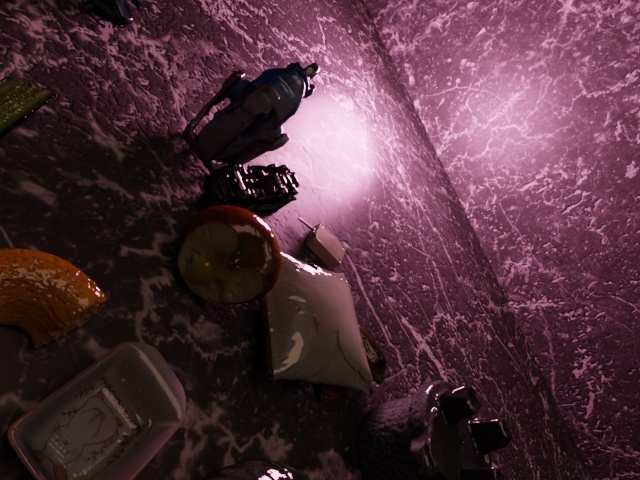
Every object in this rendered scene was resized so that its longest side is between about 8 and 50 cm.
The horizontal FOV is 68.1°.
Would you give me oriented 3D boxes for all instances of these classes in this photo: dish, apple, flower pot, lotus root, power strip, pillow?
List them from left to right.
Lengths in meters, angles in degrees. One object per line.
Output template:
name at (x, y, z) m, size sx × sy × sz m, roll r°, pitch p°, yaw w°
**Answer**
dish at (-0.291, 0.246, 0.650) m, size 0.154 × 0.064 × 0.234 m, roll 57°, pitch 33°, yaw -6°
apple at (-0.167, 0.023, 0.896) m, size 0.195 × 0.173 × 0.160 m, roll 57°, pitch 34°, yaw -15°
pillow at (-0.015, 0.174, 1.039) m, size 0.312 × 0.119 × 0.310 m, roll 21°, pitch 43°, yaw -42°
power strip at (0.000, 0.000, 1.272) m, size 0.175 × 0.042 × 0.075 m, roll 47°, pitch 35°, yaw -20°
lotus root at (0.105, 0.275, 1.171) m, size 0.179 × 0.080 × 0.089 m, roll 58°, pitch 32°, yaw -2°
flower pot at (0.250, 0.465, 1.041) m, size 0.299 × 0.282 × 0.299 m, roll 35°, pitch 41°, yaw -37°

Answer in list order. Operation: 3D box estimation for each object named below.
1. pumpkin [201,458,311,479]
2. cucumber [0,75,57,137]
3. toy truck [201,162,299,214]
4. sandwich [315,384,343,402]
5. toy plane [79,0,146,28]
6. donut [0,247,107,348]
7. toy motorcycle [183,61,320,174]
pumpkin at (-0.082, 0.461, 0.644) m, size 0.300 × 0.207 × 0.300 m, roll 43°, pitch 34°, yaw -40°
cucumber at (-0.497, -0.188, 0.718) m, size 0.070 × 0.046 × 0.220 m, roll 42°, pitch 35°, yaw -24°
toy truck at (-0.153, -0.115, 1.071) m, size 0.259 × 0.121 × 0.088 m, roll -12°, pitch 77°, yaw -57°
sandwich at (0.024, 0.325, 1.070) m, size 0.101 × 0.026 × 0.069 m, roll 13°, pitch 54°, yaw -51°
toy plane at (-0.460, -0.522, 0.983) m, size 0.235 × 0.096 × 0.060 m, roll 43°, pitch 29°, yaw 5°
donut at (-0.412, 0.081, 0.591) m, size 0.152 × 0.101 × 0.259 m, roll 54°, pitch 36°, yaw -1°
toy motorcycle at (-0.136, -0.257, 1.021) m, size 0.182 × 0.319 × 0.241 m, roll 39°, pitch 31°, yaw -36°
